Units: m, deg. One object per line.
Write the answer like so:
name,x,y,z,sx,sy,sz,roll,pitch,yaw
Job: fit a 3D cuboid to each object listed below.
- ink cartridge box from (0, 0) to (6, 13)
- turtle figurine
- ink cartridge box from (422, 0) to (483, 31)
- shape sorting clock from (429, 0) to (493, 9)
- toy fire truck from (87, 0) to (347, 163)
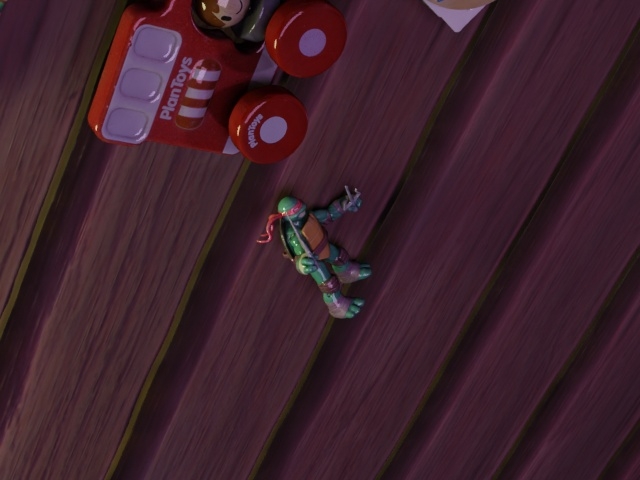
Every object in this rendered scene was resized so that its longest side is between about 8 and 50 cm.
ink cartridge box,-0.473,-0.297,1.255,0.186,0.065,0.311,21,111,-30
turtle figurine,0.000,0.000,1.585,0.175,0.118,0.234,-58,135,-30
ink cartridge box,0.154,-0.378,1.424,0.104,0.061,0.181,-45,124,10
shape sorting clock,0.190,-0.399,1.362,0.206,0.040,0.206,-11,122,-18
toy fire truck,-0.131,-0.242,1.316,0.254,0.169,0.302,6,120,-36
